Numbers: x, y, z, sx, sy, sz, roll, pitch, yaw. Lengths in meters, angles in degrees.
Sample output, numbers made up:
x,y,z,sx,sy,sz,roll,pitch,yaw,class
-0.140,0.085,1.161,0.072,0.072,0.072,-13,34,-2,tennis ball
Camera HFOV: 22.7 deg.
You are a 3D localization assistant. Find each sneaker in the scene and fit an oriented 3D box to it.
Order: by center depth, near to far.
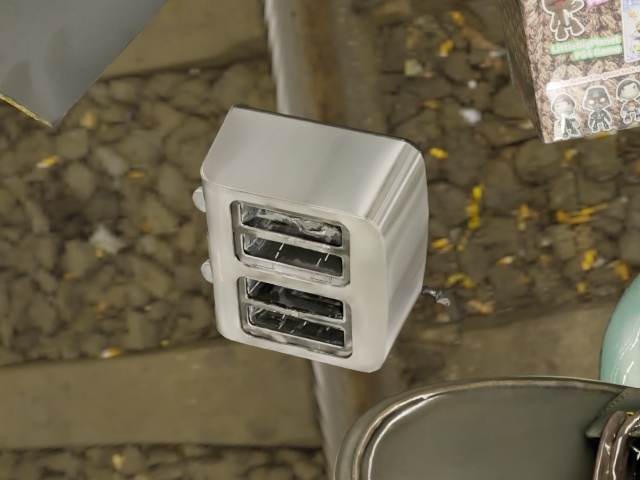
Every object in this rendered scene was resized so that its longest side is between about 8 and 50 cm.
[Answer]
x,y,z,sx,sy,sz,roll,pitch,yaw,class
0.100,0.069,0.454,0.222,0.118,0.083,8,70,20,sneaker

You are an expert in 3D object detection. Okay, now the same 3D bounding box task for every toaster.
x,y,z,sx,sy,sz,roll,pitch,yaw,class
0.000,0.000,1.230,0.185,0.110,0.168,13,134,16,toaster

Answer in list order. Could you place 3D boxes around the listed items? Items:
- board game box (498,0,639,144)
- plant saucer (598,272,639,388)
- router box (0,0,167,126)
x,y,z,sx,sy,sz,roll,pitch,yaw,class
0.251,-0.274,1.579,0.141,0.232,0.291,-11,109,3,board game box
0.383,0.105,1.271,0.317,0.044,0.318,-3,58,4,plant saucer
-0.059,-0.226,0.481,0.309,0.081,0.243,-46,56,7,router box
